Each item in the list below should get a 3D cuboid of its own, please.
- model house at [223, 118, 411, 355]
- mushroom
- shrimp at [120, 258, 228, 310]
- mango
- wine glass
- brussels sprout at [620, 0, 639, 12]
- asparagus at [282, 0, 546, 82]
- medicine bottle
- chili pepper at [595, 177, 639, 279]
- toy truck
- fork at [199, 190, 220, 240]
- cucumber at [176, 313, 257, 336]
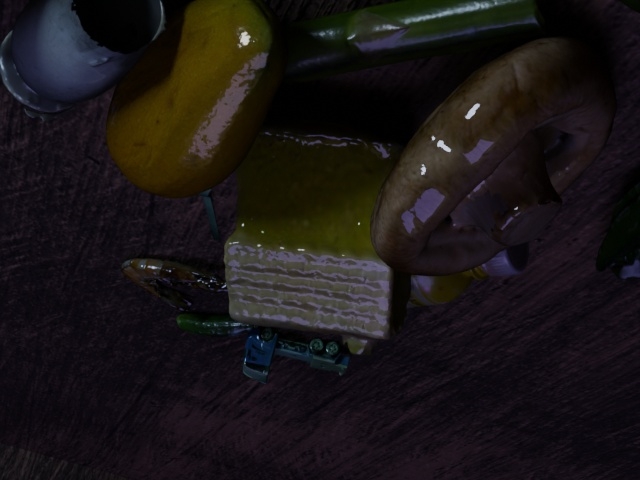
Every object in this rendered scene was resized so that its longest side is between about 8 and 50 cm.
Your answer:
[{"bbox_3d":[0.000,0.000,1.163,0.193,0.234,0.175,6,175,10],"label":"model house"},{"bbox_3d":[0.161,-0.072,1.014,0.278,0.146,0.278,-29,156,-14],"label":"mushroom"},{"bbox_3d":[-0.207,0.075,1.658,0.195,0.035,0.148,10,152,22],"label":"shrimp"},{"bbox_3d":[-0.121,-0.139,1.050,0.119,0.177,0.317,8,156,-29],"label":"mango"},{"bbox_3d":[-0.233,-0.192,1.036,0.111,0.111,0.204,27,157,-26],"label":"wine glass"},{"bbox_3d":[0.260,-0.258,0.542,0.289,0.281,0.354,30,139,-32],"label":"brussels sprout"},{"bbox_3d":[0.074,-0.192,0.990,0.277,0.060,0.067,-5,164,26],"label":"asparagus"},{"bbox_3d":[0.139,0.017,1.299,0.212,0.122,0.122,-8,147,35],"label":"medicine bottle"},{"bbox_3d":[0.368,-0.022,1.173,0.099,0.083,0.253,6,158,-7],"label":"chili pepper"},{"bbox_3d":[-0.043,0.201,1.785,0.175,0.081,0.067,13,155,-1],"label":"toy truck"},{"bbox_3d":[-0.147,-0.044,1.419,0.039,0.021,0.235,12,153,8],"label":"fork"},{"bbox_3d":[-0.167,0.141,1.773,0.155,0.037,0.037,1,151,23],"label":"cucumber"}]
